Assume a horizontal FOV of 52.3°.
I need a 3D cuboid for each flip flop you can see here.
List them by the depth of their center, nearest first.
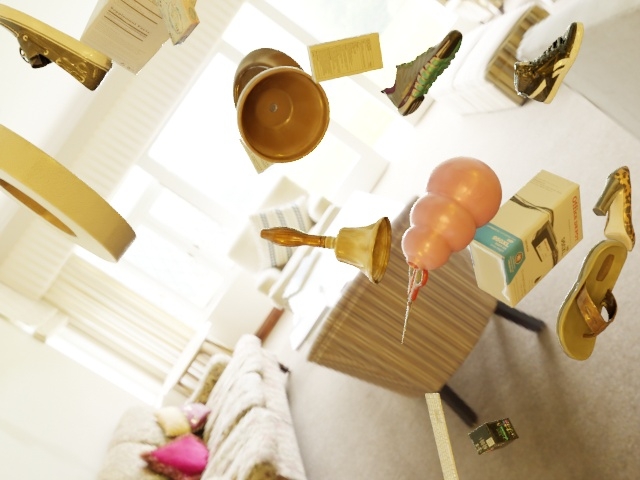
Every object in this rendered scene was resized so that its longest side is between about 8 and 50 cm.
[{"bbox_3d":[0.585,0.133,1.377,0.080,0.112,0.276,-132,55,-61],"label":"flip flop"}]

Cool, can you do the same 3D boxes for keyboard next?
[{"bbox_3d":[0.354,0.573,1.898,0.072,0.014,0.255,144,116,-68],"label":"keyboard"}]

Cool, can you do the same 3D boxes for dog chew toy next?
[{"bbox_3d":[0.332,-0.063,1.713,0.331,0.207,0.207,-53,9,-17],"label":"dog chew toy"}]

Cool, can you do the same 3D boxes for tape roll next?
[{"bbox_3d":[-0.542,-0.094,1.286,0.072,0.392,0.392,-56,10,-17],"label":"tape roll"}]

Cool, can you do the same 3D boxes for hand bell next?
[{"bbox_3d":[0.000,0.000,1.215,0.126,0.242,0.126,9,-90,-70],"label":"hand bell"}]

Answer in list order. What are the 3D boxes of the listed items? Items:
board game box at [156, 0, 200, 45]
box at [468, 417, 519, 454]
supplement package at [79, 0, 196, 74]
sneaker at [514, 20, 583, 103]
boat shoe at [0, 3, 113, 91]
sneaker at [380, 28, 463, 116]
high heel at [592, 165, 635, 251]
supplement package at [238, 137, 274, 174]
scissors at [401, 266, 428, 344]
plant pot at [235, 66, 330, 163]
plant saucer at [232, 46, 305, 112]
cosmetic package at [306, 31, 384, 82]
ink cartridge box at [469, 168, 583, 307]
[{"bbox_3d":[-0.244,-0.392,1.110,0.020,0.090,0.090,-22,3,-32],"label":"board game box"},{"bbox_3d":[0.387,0.437,1.457,0.062,0.083,0.052,-51,51,39],"label":"box"},{"bbox_3d":[-0.357,-0.474,1.311,0.244,0.134,0.138,-27,45,44],"label":"supplement package"},{"bbox_3d":[0.543,-0.438,1.591,0.079,0.121,0.216,-76,0,-48],"label":"sneaker"},{"bbox_3d":[-0.456,-0.316,1.081,0.076,0.229,0.080,-63,0,3],"label":"boat shoe"},{"bbox_3d":[0.213,-0.381,1.426,0.083,0.098,0.223,-24,-24,-52],"label":"sneaker"},{"bbox_3d":[0.937,-0.095,1.999,0.093,0.261,0.186,15,66,53],"label":"high heel"},{"bbox_3d":[-0.139,-0.353,2.269,0.194,0.149,0.203,-31,5,-31],"label":"supplement package"},{"bbox_3d":[0.254,0.157,1.830,0.109,0.021,0.297,-104,18,-48],"label":"scissors"},{"bbox_3d":[-0.103,-0.321,1.628,0.237,0.237,0.109,-54,32,9],"label":"plant pot"},{"bbox_3d":[-0.151,-0.411,1.937,0.050,0.310,0.310,-39,-4,-45],"label":"plant saucer"},{"bbox_3d":[0.040,-0.295,1.049,0.115,0.060,0.041,-12,22,-4],"label":"cosmetic package"},{"bbox_3d":[0.717,-0.009,2.256,0.395,0.285,0.166,-41,45,-15],"label":"ink cartridge box"}]
